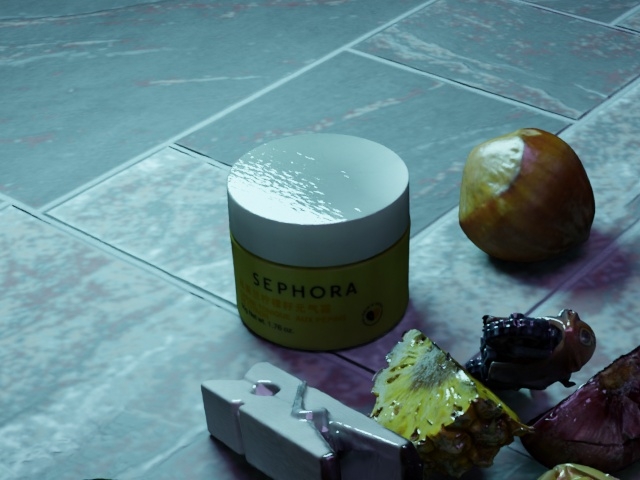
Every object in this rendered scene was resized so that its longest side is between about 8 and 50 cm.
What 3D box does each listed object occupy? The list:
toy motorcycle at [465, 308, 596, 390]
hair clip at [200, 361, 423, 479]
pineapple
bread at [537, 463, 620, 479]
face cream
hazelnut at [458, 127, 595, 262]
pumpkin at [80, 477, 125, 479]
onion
[{"bbox_3d":[0.223,0.123,1.480,0.118,0.212,0.084,-1,71,-2],"label":"toy motorcycle"},{"bbox_3d":[-0.022,0.199,1.387,0.101,0.085,0.331,-17,14,-24],"label":"hair clip"},{"bbox_3d":[0.113,0.186,1.435,0.135,0.079,0.233,-49,22,-2],"label":"pineapple"},{"bbox_3d":[0.283,0.311,1.229,0.288,0.119,0.152,23,37,32],"label":"bread"},{"bbox_3d":[0.000,0.000,1.677,0.218,0.179,0.218,-2,32,1],"label":"face cream"},{"bbox_3d":[0.268,-0.061,1.773,0.182,0.182,0.182,-2,32,1],"label":"hazelnut"},{"bbox_3d":[-0.180,0.318,1.212,0.238,0.159,0.238,18,28,-10],"label":"pumpkin"},{"bbox_3d":[0.301,0.188,1.446,0.206,0.151,0.098,-31,76,-24],"label":"onion"}]
